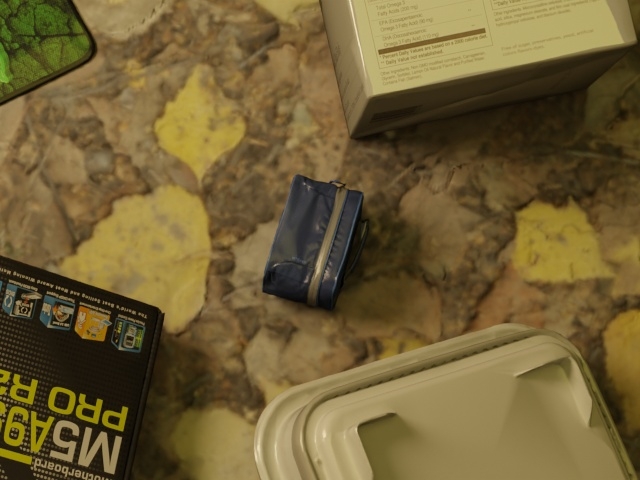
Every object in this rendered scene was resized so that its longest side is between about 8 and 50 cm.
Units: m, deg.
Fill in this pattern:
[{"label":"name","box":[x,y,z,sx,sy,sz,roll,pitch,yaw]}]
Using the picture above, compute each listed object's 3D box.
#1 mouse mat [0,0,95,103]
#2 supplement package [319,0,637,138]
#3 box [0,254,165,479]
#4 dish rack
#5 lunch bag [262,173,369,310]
[{"label":"mouse mat","box":[-0.282,-0.191,1.551,0.152,0.007,0.190,-27,78,-8]},{"label":"supplement package","box":[0.093,-0.233,1.459,0.198,0.199,0.263,-12,85,-4]},{"label":"box","box":[-0.259,0.114,1.384,0.270,0.060,0.216,20,66,-22]},{"label":"dish rack","box":[0.131,0.223,1.375,0.285,0.072,0.333,-14,76,-32]},{"label":"lunch bag","box":[0.000,0.000,1.482,0.065,0.067,0.098,17,74,2]}]
